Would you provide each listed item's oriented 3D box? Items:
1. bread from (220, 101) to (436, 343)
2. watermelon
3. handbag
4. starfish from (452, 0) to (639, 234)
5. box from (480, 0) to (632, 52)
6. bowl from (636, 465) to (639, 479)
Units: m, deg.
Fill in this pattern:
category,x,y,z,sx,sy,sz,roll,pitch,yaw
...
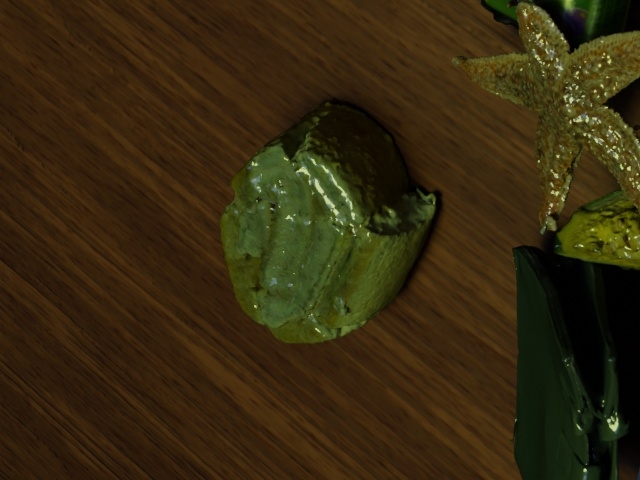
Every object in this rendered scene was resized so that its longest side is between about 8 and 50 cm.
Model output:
category,x,y,z,sx,sy,sz,roll,pitch,yaw
bread,0.000,0.000,1.991,0.186,0.124,0.257,35,132,23
watermelon,0.347,-0.001,1.679,0.301,0.129,0.123,5,116,48
handbag,0.226,0.152,1.792,0.079,0.260,0.248,-3,117,-2
starfish,0.223,-0.102,1.669,0.295,0.048,0.231,-6,109,56
box,0.223,-0.331,1.641,0.134,0.097,0.346,34,131,35
bowl,0.451,0.252,1.700,0.345,0.157,0.346,21,125,33
